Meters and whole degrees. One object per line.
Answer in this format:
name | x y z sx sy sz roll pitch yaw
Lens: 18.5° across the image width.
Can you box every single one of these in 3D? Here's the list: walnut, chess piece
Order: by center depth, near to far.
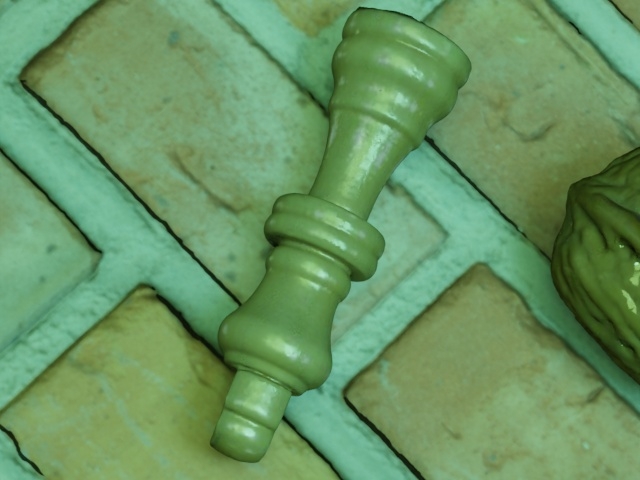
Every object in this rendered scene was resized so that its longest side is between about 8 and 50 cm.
walnut | 0.305 0.029 1.634 0.245 0.198 0.198 39 76 6
chess piece | 0.000 0.000 1.660 0.117 0.117 0.397 24 76 3
